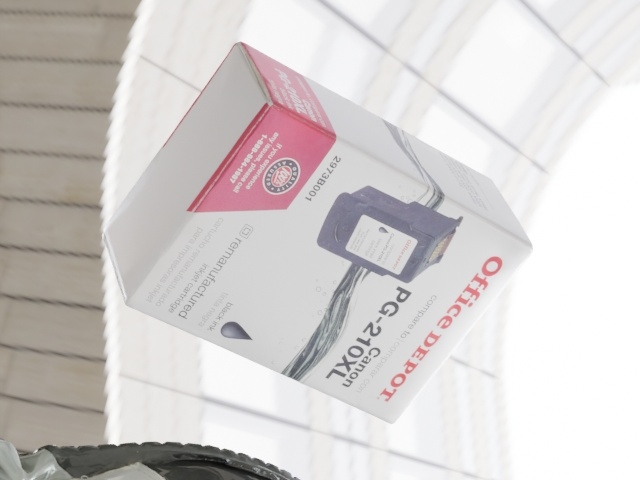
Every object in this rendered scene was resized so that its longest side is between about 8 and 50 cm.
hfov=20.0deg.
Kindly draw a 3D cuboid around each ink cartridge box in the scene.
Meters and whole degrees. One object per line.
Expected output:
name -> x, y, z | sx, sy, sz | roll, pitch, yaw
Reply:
ink cartridge box -> 0.000, 0.000, 1.242 | 0.172, 0.237, 0.100 | -53, -148, 17

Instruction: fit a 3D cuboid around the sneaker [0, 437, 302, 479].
sneaker -> -0.120, 0.164, 0.774 | 0.122, 0.331, 0.146 | -42, -127, 36
